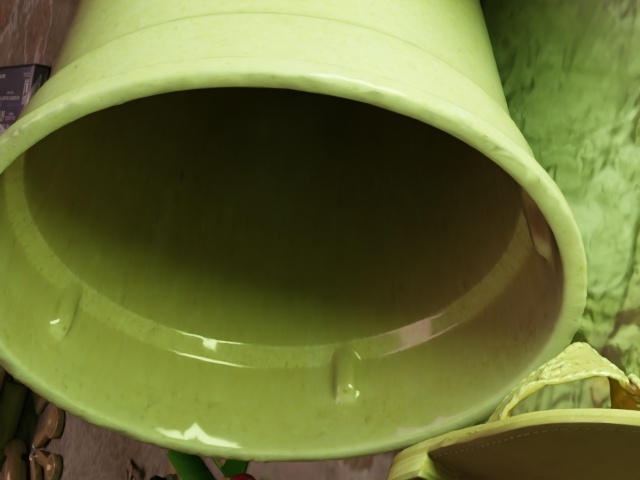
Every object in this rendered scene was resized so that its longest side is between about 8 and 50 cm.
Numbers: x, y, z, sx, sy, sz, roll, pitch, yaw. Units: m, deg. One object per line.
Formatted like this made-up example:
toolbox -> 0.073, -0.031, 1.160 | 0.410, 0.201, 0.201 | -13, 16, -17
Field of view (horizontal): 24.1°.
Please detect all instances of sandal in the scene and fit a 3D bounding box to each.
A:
sandal -> 0.117, 0.088, 0.759 | 0.240, 0.088, 0.079 | -27, 36, 53

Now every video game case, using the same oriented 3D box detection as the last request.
video game case -> -0.404, -0.088, 1.919 | 0.196, 0.026, 0.274 | 10, 90, 64

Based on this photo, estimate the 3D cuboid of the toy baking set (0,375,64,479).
toy baking set -> -0.336, 0.248, 1.664 | 0.256, 0.030, 0.197 | -69, 29, 22

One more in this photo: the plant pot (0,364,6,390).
plant pot -> -0.379, 0.150, 1.728 | 0.236, 0.032, 0.236 | -164, 90, -78

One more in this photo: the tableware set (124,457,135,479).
tableware set -> -0.185, 0.258, 1.330 | 0.154, 0.024, 0.104 | -136, 57, -75

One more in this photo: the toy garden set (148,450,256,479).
toy garden set -> -0.107, 0.255, 1.184 | 0.204, 0.049, 0.244 | 41, 118, 60

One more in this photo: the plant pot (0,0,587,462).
plant pot -> -0.023, -0.086, 0.881 | 0.334, 0.334, 0.305 | -51, 27, 45
